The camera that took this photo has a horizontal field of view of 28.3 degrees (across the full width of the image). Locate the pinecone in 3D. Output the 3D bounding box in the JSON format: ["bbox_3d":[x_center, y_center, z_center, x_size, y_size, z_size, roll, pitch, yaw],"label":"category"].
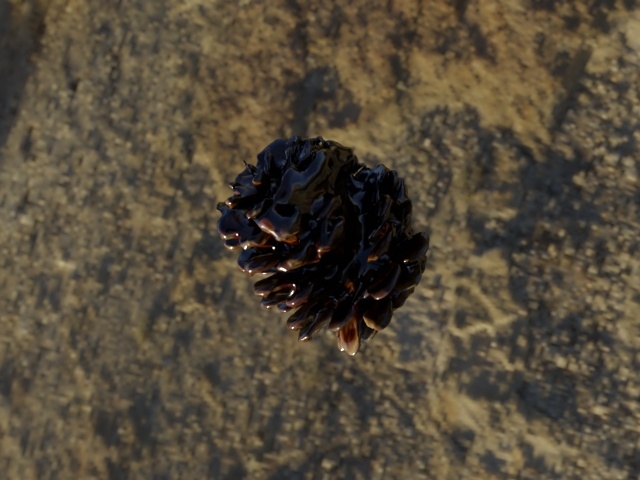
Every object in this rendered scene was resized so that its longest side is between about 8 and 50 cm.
[{"bbox_3d":[0.000,0.000,0.482,0.077,0.083,0.077,-56,15,24],"label":"pinecone"}]
